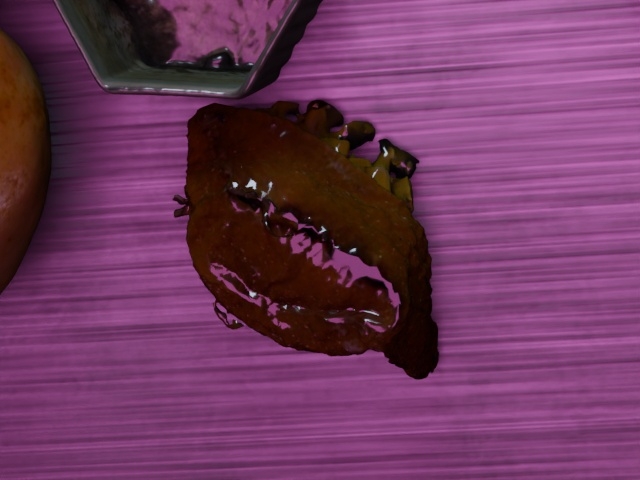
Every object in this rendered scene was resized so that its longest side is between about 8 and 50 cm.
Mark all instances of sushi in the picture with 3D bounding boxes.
[{"bbox_3d":[-0.002,-0.003,1.632,0.296,0.179,0.167,31,117,4],"label":"sushi"}]

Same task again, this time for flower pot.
[{"bbox_3d":[-0.106,-0.232,1.582,0.209,0.189,0.239,-28,93,10],"label":"flower pot"}]

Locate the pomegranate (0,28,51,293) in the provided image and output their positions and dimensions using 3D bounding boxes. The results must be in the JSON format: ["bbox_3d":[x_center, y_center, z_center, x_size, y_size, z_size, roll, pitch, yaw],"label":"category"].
[{"bbox_3d":[-0.396,-0.072,1.588,0.342,0.342,0.343,1,99,6],"label":"pomegranate"}]
